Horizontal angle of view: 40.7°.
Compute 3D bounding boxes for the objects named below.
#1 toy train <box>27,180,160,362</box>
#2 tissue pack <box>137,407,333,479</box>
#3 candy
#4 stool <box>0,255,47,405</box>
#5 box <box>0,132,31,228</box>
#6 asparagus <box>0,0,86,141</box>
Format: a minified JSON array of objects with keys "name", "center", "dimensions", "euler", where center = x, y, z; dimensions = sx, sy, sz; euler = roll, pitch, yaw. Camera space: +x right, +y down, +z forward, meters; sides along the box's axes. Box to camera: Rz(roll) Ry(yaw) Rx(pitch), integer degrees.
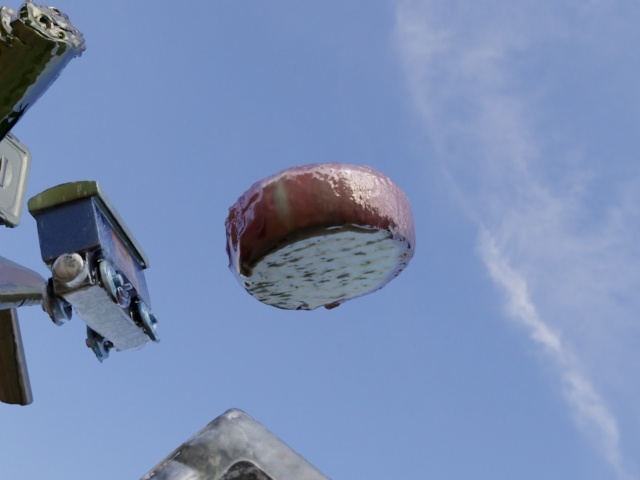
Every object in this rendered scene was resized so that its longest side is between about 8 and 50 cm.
[{"name":"toy train","center":[-0.348,0.058,1.345],"dimensions":[0.131,0.202,0.300],"euler":[-18,-28,-2]},{"name":"tissue pack","center":[-0.055,0.370,0.925],"dimensions":[0.361,0.259,0.122],"euler":[33,-43,28]},{"name":"candy","center":[0.000,0.000,0.462],"dimensions":[0.103,0.043,0.103],"euler":[-7,-32,-5]},{"name":"stool","center":[-0.647,0.142,1.418],"dimensions":[0.310,0.310,0.226],"euler":[18,-79,30]},{"name":"box","center":[-0.560,-0.103,1.430],"dimensions":[0.092,0.172,0.124],"euler":[-15,-35,20]},{"name":"asparagus","center":[-0.467,-0.156,1.133],"dimensions":[0.108,0.128,0.382],"euler":[45,-77,3]}]
